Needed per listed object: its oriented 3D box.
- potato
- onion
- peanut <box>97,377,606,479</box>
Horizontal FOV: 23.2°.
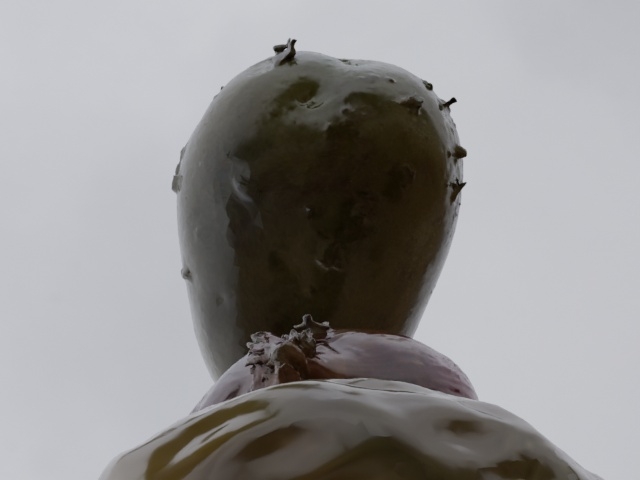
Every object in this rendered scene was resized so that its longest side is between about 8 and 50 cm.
[{"bbox_3d":[-0.018,0.000,1.447,0.219,0.270,0.359,-16,-54,-63],"label":"potato"},{"bbox_3d":[0.000,0.132,1.024,0.230,0.230,0.163,-33,-46,-20],"label":"onion"},{"bbox_3d":[0.011,0.101,0.353,0.140,0.159,0.109,-52,-18,-7],"label":"peanut"}]
